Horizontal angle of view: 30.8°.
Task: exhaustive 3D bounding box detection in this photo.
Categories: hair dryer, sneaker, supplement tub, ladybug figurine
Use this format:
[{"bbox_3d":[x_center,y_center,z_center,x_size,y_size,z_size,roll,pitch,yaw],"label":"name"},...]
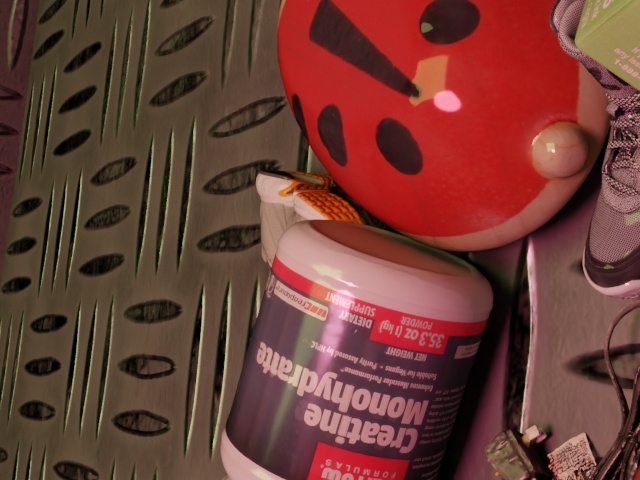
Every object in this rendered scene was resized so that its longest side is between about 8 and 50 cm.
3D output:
[{"bbox_3d":[0.205,0.199,0.779,0.223,0.080,0.293,-54,39,37],"label":"hair dryer"},{"bbox_3d":[0.000,0.000,1.204,0.262,0.099,0.121,-147,61,-70],"label":"sneaker"},{"bbox_3d":[0.211,-0.089,0.784,0.101,0.153,0.268,52,126,54],"label":"sneaker"},{"bbox_3d":[0.024,0.133,1.003,0.191,0.191,0.272,33,109,59],"label":"supplement tub"},{"bbox_3d":[0.085,-0.160,1.012,0.449,0.162,0.305,44,118,58],"label":"ladybug figurine"}]

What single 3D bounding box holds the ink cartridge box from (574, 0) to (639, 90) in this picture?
[{"bbox_3d":[0.294,-0.148,0.570,0.273,0.198,0.114,-40,22,56],"label":"ink cartridge box"}]
